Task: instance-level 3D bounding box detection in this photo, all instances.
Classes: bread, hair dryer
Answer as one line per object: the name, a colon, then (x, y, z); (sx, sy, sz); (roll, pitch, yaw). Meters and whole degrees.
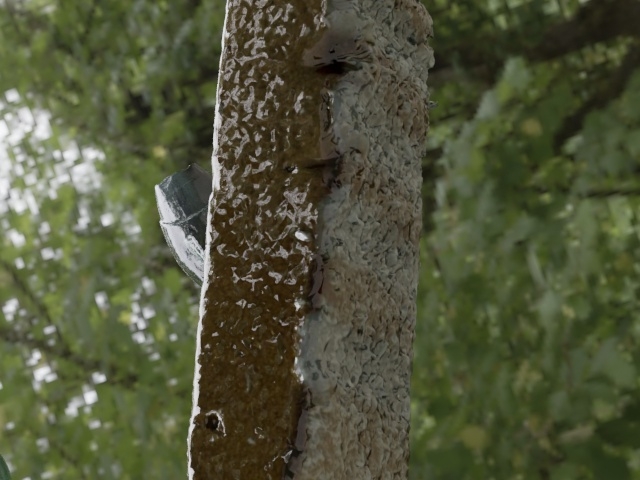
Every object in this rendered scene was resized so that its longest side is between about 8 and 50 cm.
bread: (0.000, 0.000, 0.970); (0.165, 0.113, 0.417); (31, -122, -58)
hair dryer: (-0.016, -0.013, 1.390); (0.235, 0.271, 0.091); (56, -152, -1)

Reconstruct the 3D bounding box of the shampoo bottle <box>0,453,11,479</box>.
shampoo bottle: (-0.343, 0.318, 1.222); (0.221, 0.151, 0.350); (-12, -63, -46)
